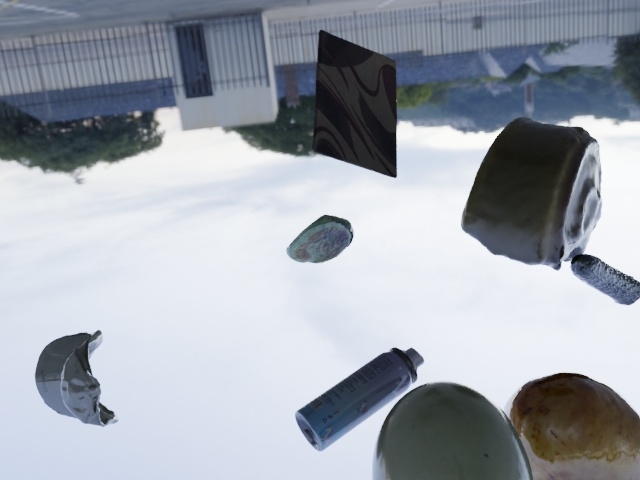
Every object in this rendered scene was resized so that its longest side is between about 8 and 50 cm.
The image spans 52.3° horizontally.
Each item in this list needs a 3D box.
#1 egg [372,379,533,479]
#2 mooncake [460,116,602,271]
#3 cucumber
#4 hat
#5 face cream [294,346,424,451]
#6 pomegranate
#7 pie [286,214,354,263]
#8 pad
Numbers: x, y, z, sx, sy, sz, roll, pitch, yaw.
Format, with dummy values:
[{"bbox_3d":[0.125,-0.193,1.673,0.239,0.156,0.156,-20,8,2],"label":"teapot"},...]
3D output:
[{"bbox_3d":[0.179,0.326,0.899,0.219,0.219,0.269,-2,-126,14],"label":"egg"},{"bbox_3d":[0.476,-0.067,1.445,0.246,0.393,0.394,16,-131,29],"label":"mooncake"},{"bbox_3d":[0.575,0.074,1.337,0.245,0.067,0.067,23,177,-35],"label":"cucumber"},{"bbox_3d":[-0.556,0.320,1.431,0.245,0.214,0.149,-12,180,13],"label":"hat"},{"bbox_3d":[0.071,0.243,1.047,0.229,0.075,0.075,-29,-156,-22],"label":"face cream"},{"bbox_3d":[0.414,0.334,1.065,0.248,0.248,0.248,-6,-164,2],"label":"pomegranate"},{"bbox_3d":[0.000,0.000,2.184,0.240,0.240,0.054,-11,-125,-16],"label":"pie"},{"bbox_3d":[0.084,-0.312,1.475,0.220,0.330,0.004,14,154,-26],"label":"pad"}]
